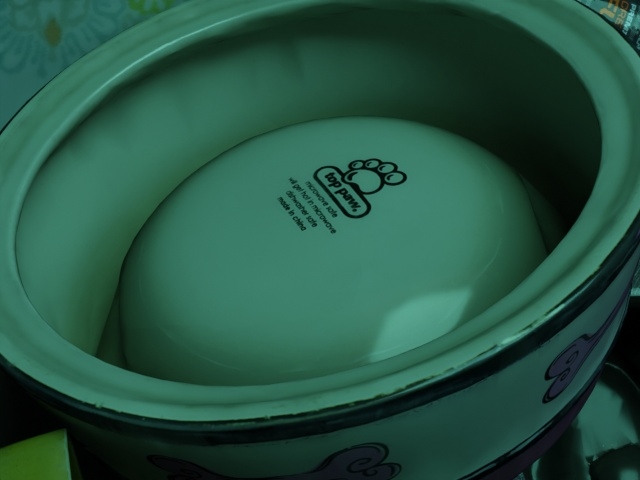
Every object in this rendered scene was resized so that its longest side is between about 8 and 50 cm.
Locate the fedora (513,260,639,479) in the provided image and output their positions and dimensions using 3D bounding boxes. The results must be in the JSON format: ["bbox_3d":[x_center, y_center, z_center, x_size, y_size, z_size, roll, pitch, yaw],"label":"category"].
[{"bbox_3d":[0.217,0.148,0.862,0.243,0.124,0.275,-15,70,-9],"label":"fedora"}]

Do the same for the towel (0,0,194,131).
[{"bbox_3d":[-0.223,-0.153,0.825,0.320,0.374,0.090,-16,38,-28],"label":"towel"}]

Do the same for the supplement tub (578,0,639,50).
[{"bbox_3d":[0.285,-0.196,1.205,0.198,0.106,0.106,21,48,-1],"label":"supplement tub"}]

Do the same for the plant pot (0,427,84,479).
[{"bbox_3d":[-0.195,0.248,0.619,0.187,0.212,0.212,-9,54,-7],"label":"plant pot"}]

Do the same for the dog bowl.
[{"bbox_3d":[0.000,0.000,0.745,0.408,0.150,0.408,-9,40,8],"label":"dog bowl"}]
